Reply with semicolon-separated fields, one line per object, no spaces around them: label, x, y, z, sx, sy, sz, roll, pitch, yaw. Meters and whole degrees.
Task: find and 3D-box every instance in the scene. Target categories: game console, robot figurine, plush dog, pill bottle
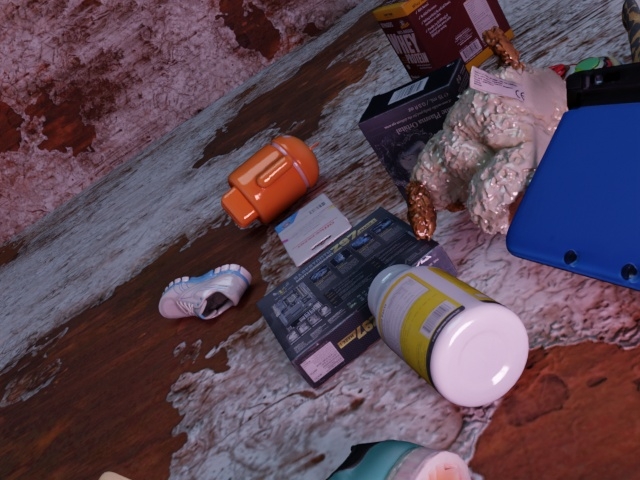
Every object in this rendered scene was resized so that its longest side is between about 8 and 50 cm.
game console;0.329;-0.065;0.533;0.250;0.173;0.293;-7;11;-17
robot figurine;-0.094;-0.120;1.308;0.219;0.158;0.128;-41;53;-10
plush dog;0.197;-0.109;0.810;0.263;0.210;0.225;-29;-9;-37
pill bottle;0.119;0.085;0.684;0.103;0.103;0.184;-39;24;-6

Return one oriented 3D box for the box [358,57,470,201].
box;0.169;-0.160;0.995;0.156;0.158;0.093;-19;29;35

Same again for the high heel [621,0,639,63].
high heel;0.452;-0.243;0.905;0.093;0.186;0.261;8;6;16

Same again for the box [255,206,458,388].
box;0.039;0.065;0.876;0.233;0.059;0.183;-38;27;-5

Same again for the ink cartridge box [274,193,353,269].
ink cartridge box;0.000;0.000;1.045;0.104;0.061;0.181;-36;24;1

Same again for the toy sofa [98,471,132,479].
toy sofa;-0.186;0.392;0.516;0.150;0.177;0.362;11;46;26

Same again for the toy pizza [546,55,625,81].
toy pizza;0.364;-0.229;1.021;0.201;0.032;0.201;-29;25;15

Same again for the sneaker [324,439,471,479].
sneaker;-0.003;0.278;0.505;0.121;0.108;0.302;-6;29;49

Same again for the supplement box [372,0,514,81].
supplement box;0.251;-0.444;1.359;0.191;0.194;0.129;-40;24;-9

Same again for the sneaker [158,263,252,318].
sneaker;-0.208;0.103;1.127;0.191;0.071;0.082;-23;33;27
